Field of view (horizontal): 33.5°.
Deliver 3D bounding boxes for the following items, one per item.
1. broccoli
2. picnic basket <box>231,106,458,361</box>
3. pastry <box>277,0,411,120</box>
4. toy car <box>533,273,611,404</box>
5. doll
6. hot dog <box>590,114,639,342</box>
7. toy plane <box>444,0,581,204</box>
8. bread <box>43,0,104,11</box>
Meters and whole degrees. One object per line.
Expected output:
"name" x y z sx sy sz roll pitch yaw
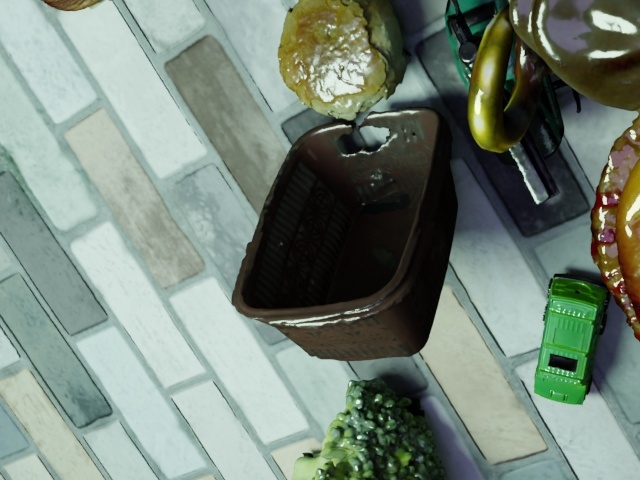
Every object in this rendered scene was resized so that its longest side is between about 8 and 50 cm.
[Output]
"broccoli" 0.035 0.333 1.370 0.246 0.288 0.248 -6 150 42
"picnic basket" 0.044 0.006 1.156 0.223 0.297 0.129 -6 136 28
"pastry" 0.022 -0.209 1.175 0.153 0.081 0.153 9 116 20
"toy car" 0.285 0.121 1.226 0.071 0.062 0.165 13 119 18
"doll" 0.268 -0.235 0.917 0.209 0.339 0.318 23 131 5
"hot dog" 0.405 0.034 1.058 0.223 0.185 0.405 -24 102 30
"toy plane" 0.167 -0.220 1.068 0.106 0.155 0.381 -16 89 31
"bread" -0.290 -0.351 1.256 0.160 0.073 0.160 10 115 23
